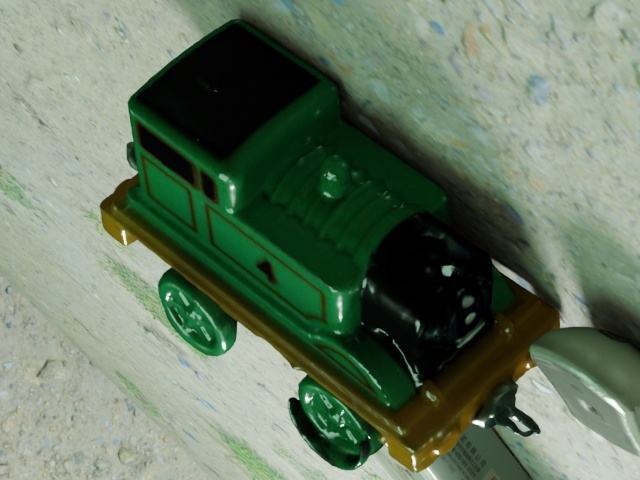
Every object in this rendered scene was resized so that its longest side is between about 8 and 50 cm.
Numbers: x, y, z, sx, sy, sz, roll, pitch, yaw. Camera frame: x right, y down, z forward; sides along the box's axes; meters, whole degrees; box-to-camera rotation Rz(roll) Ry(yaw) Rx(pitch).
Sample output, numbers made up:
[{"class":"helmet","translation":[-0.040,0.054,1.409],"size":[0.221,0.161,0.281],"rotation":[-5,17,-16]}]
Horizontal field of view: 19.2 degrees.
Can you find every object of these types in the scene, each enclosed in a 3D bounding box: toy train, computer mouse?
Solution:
[{"class":"toy train","translation":[0.000,0.000,1.438],"size":[0.429,0.178,0.249],"rotation":[36,152,27]},{"class":"computer mouse","translation":[0.212,0.106,1.370],"size":[0.089,0.056,0.182],"rotation":[36,171,32]}]

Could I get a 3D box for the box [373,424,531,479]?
[{"class":"box","translation":[0.098,0.185,1.830],"size":[0.135,0.079,0.269],"rotation":[20,152,55]}]
